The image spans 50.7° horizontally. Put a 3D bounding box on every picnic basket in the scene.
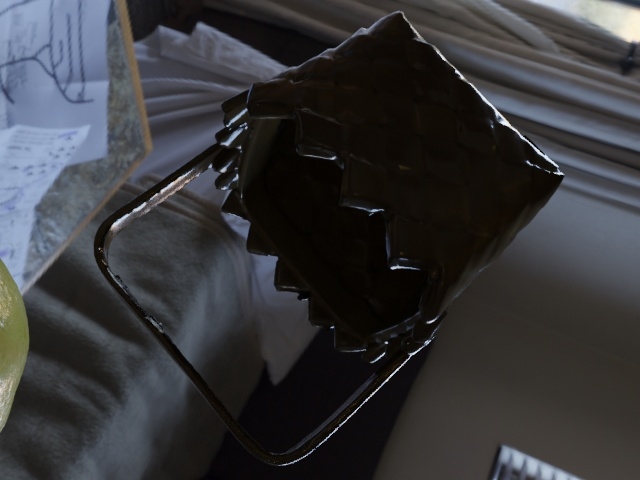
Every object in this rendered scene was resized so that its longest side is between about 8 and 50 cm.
[{"bbox_3d":[0.000,0.000,0.587,0.321,0.254,0.291,-39,173,-18],"label":"picnic basket"}]

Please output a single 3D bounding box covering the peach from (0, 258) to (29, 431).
[{"bbox_3d":[-0.418,0.085,0.574,0.314,0.315,0.281,-11,-121,53],"label":"peach"}]
